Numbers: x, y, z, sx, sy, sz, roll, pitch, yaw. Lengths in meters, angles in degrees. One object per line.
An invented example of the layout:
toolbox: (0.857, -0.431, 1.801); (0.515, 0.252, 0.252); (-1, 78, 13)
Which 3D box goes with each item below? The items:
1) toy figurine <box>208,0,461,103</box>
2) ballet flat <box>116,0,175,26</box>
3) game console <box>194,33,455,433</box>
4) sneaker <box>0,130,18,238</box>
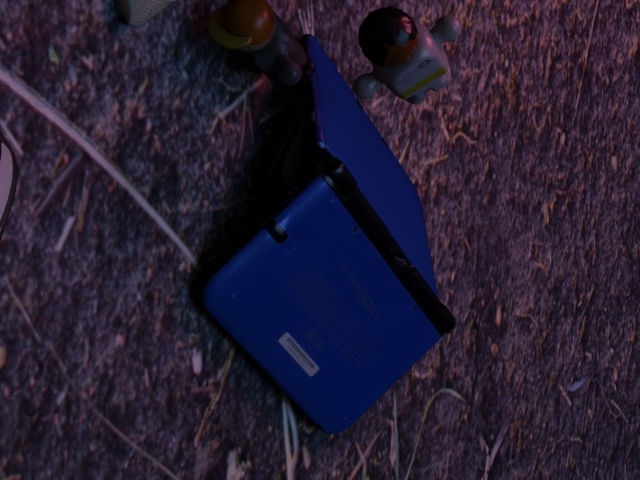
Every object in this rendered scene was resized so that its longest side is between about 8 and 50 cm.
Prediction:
toy figurine: (0.025, -0.228, 1.293); (0.148, 0.213, 0.210); (36, 69, -67)
ballet flat: (-0.109, -0.241, 1.227); (0.057, 0.052, 0.168); (57, 48, -45)
game console: (0.000, 0.000, 1.461); (0.250, 0.173, 0.293); (-43, 137, -5)
sneaker: (-0.344, -0.018, 0.777); (0.447, 0.169, 0.257); (-47, 134, -41)
